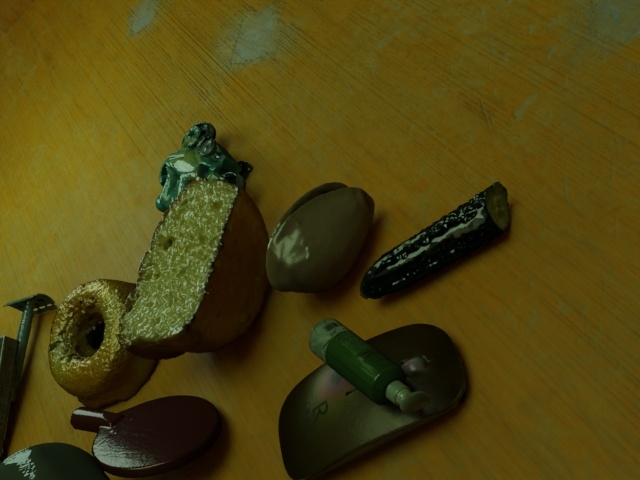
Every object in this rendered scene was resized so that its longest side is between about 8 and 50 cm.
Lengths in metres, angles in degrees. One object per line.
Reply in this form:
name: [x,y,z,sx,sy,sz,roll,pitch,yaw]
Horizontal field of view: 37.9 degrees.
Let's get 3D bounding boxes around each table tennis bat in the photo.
table tennis bat: [-0.299,0.311,1.538,0.310,0.038,0.200,1,26,37]

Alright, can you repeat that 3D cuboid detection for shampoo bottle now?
shampoo bottle: [0.065,0.175,1.277,0.065,0.065,0.204,-53,41,-4]

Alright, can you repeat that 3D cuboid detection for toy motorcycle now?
toy motorcycle: [-0.250,-0.120,1.854,0.198,0.109,0.296,-48,39,5]

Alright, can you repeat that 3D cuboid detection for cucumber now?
cucumber: [0.171,0.009,1.405,0.265,0.077,0.077,-32,43,22]

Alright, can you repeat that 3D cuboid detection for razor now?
razor: [-0.633,0.231,1.971,0.106,0.068,0.231,-16,57,34]

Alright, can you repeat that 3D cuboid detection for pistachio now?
pistachio: [0.000,0.000,1.511,0.223,0.152,0.126,-44,33,-23]

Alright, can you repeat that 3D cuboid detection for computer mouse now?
computer mouse: [0.061,0.232,1.334,0.310,0.072,0.158,-31,46,19]

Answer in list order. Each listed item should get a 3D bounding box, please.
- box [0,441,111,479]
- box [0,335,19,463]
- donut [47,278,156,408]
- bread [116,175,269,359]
box: [-0.420,0.450,1.472,0.149,0.226,0.226,28,80,49]
box: [-0.707,0.367,1.897,0.180,0.047,0.324,-17,60,32]
donut: [-0.408,0.189,1.760,0.254,0.118,0.253,-12,67,31]
bread: [-0.192,0.068,1.604,0.194,0.179,0.340,-6,54,37]
